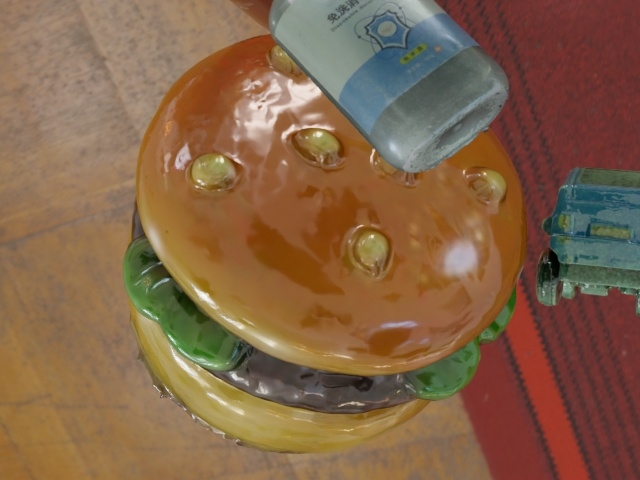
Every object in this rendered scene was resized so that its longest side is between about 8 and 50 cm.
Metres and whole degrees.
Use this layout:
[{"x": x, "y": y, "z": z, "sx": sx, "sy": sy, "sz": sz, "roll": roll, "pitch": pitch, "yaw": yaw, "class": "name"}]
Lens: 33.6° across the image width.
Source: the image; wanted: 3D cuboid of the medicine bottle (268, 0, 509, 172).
[{"x": 0.021, "y": -0.136, "z": 0.659, "sx": 0.090, "sy": 0.053, "sz": 0.208, "roll": -37, "pitch": 68, "yaw": -8, "class": "medicine bottle"}]

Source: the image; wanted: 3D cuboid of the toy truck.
[{"x": 0.337, "y": 0.002, "z": 1.190, "sx": 0.155, "sy": 0.279, "sz": 0.156, "roll": 6, "pitch": 94, "yaw": 20, "class": "toy truck"}]

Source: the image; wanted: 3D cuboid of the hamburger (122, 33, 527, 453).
[{"x": 0.000, "y": 0.000, "z": 1.010, "sx": 0.396, "sy": 0.395, "sz": 0.277, "roll": 27, "pitch": 143, "yaw": 3, "class": "hamburger"}]

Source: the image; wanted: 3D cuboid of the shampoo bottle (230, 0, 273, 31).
[{"x": -0.054, "y": -0.311, "z": 1.365, "sx": 0.085, "sy": 0.244, "sz": 0.085, "roll": -3, "pitch": 83, "yaw": 21, "class": "shampoo bottle"}]
